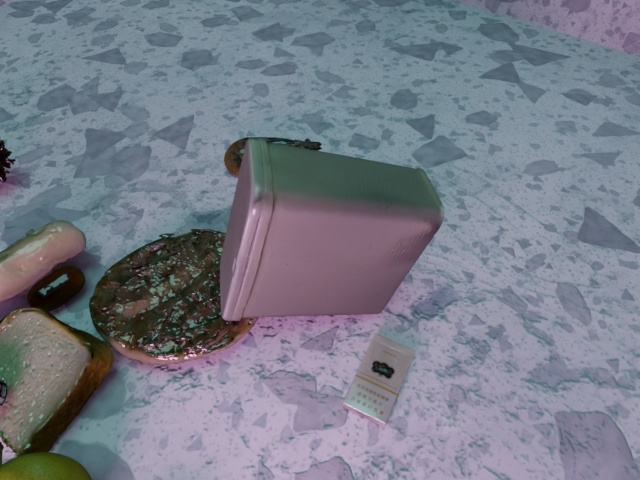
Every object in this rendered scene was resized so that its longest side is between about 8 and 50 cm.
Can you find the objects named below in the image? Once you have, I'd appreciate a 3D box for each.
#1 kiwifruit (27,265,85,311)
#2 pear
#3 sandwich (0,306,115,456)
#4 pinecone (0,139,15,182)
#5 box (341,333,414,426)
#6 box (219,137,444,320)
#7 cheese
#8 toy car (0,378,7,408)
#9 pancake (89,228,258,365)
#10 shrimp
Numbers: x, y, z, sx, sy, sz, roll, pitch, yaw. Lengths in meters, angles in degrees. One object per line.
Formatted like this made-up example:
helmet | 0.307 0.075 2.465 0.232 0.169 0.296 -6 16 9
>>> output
kiwifruit | -0.594 0.108 0.977 0.075 0.075 0.124 30 60 23
pear | -0.456 0.402 0.655 0.216 0.166 0.180 39 73 12
sandwich | -0.557 0.258 0.836 0.251 0.087 0.226 21 65 18
pinecone | -0.999 -0.227 1.169 0.293 0.246 0.246 -4 48 -18
box | 0.118 0.272 0.862 0.090 0.024 0.166 21 52 17
box | 0.000 0.000 0.840 0.344 0.351 0.177 3 47 -20
cheese | -0.678 0.048 0.982 0.159 0.092 0.263 1 37 46
toy car | -0.621 0.268 0.754 0.142 0.055 0.069 5 63 10
pancake | -0.303 0.113 0.973 0.383 0.071 0.382 1 46 -1
shrimp | -0.145 -0.251 1.302 0.297 0.058 0.168 0 56 5
